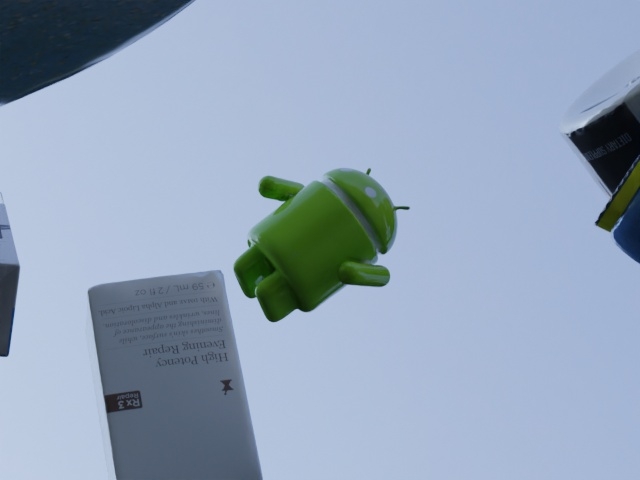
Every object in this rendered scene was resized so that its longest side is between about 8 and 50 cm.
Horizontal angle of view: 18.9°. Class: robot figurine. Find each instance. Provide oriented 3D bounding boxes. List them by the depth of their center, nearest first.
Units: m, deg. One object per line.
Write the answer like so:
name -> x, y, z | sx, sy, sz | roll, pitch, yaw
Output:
robot figurine -> 0.000, 0.000, 1.226 | 0.115, 0.101, 0.067 | -37, -33, -11

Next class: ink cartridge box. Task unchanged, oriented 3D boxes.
ink cartridge box -> -0.160, 0.013, 0.895 | 0.028, 0.083, 0.048 | 4, -66, -17

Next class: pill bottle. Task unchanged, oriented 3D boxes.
pill bottle -> 0.293, -0.025, 1.388 | 0.130, 0.130, 0.246 | -35, -81, 21

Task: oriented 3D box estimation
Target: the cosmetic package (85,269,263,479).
cosmetic package -> -0.115, 0.147, 1.523 | 0.117, 0.231, 0.085 | -8, -28, -11

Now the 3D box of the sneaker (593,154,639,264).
sneaker -> 0.268, -0.070, 1.263 | 0.082, 0.069, 0.209 | 34, -92, 10

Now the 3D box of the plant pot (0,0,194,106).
plant pot -> -0.144, -0.172, 0.593 | 0.247, 0.247, 0.252 | 56, -47, 30
